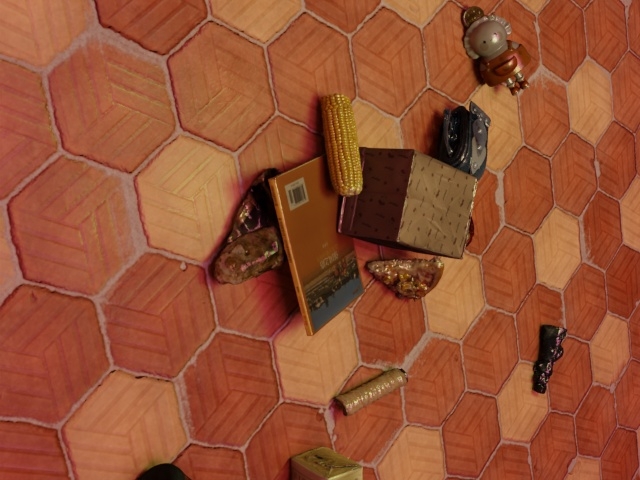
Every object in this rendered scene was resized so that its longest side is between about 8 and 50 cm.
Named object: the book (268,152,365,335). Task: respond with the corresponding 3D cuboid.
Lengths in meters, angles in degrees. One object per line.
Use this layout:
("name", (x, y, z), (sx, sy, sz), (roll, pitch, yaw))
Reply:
("book", (0.000, 0.000, 1.682), (0.263, 0.028, 0.373), (-33, 115, -54))

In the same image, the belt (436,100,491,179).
("belt", (0.372, -0.259, 1.924), (0.129, 0.122, 0.218), (31, 55, -36))

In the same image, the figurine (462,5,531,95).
("figurine", (0.490, -0.531, 2.012), (0.143, 0.143, 0.271), (-32, 88, -31))

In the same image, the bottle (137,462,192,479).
("bottle", (-0.256, 0.621, 1.532), (0.144, 0.144, 0.336), (-52, 122, -22))

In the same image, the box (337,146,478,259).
("box", (0.220, -0.089, 1.770), (0.297, 0.191, 0.225), (13, 87, -46))

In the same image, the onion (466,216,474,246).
("onion", (0.355, -0.033, 1.951), (0.131, 0.131, 0.131), (-4, 96, -37))

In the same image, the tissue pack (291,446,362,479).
("tissue pack", (0.015, 0.636, 1.724), (0.125, 0.159, 0.234), (-5, 97, -37))

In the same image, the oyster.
("oyster", (-0.133, -0.033, 1.603), (0.166, 0.094, 0.294), (16, 78, -28))

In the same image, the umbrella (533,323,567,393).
("umbrella", (0.730, 0.381, 2.305), (0.071, 0.080, 0.224), (18, 86, -72))

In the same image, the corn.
("corn", (0.050, -0.223, 1.689), (0.081, 0.081, 0.248), (2, 75, -37))

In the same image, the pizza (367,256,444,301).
("pizza", (0.211, 0.093, 1.852), (0.195, 0.185, 0.052), (14, 47, -11))

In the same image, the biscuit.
("biscuit", (0.134, 0.387, 1.858), (0.219, 0.055, 0.061), (-21, 71, -35))
